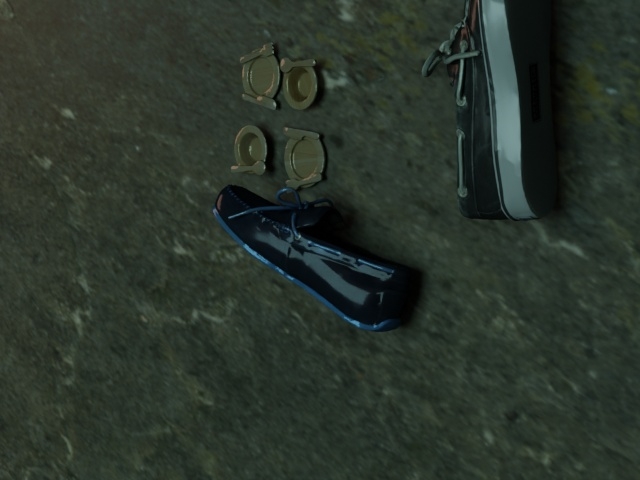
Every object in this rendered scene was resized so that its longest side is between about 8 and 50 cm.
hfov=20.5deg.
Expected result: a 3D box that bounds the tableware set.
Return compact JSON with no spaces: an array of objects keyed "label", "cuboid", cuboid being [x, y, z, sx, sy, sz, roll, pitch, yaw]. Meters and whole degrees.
[{"label":"tableware set","cuboid":[-0.047,-0.138,1.980,0.141,0.020,0.169,7,98,46]}]

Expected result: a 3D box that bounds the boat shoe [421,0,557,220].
[{"label":"boat shoe","cuboid":[0.161,-0.171,1.697,0.105,0.113,0.306,-1,102,32]}]

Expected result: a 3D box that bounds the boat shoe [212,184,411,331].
[{"label":"boat shoe","cuboid":[0.000,0.000,1.902,0.258,0.109,0.089,32,109,22]}]
